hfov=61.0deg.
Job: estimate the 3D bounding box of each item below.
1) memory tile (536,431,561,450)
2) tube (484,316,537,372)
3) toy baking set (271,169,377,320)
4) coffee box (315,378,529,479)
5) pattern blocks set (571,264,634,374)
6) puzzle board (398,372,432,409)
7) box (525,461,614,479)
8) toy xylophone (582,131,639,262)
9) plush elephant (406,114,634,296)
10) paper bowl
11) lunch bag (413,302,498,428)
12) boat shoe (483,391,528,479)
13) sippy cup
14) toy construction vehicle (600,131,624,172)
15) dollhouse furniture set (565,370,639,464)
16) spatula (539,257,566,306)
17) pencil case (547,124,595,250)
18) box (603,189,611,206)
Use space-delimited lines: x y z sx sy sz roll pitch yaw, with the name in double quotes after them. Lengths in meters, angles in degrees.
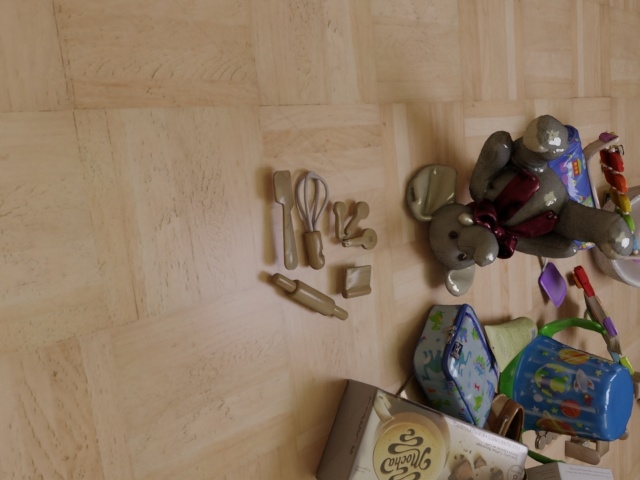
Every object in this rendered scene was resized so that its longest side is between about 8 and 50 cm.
0.598 0.469 1.412 0.148 0.012 0.113 -8 98 -41 "memory tile"
0.397 0.205 1.144 0.240 0.070 0.062 -3 121 -56 "tube"
-0.001 0.007 0.832 0.256 0.030 0.196 28 72 -40 "toy baking set"
0.166 0.357 0.876 0.297 0.119 0.168 25 75 -16 "coffee box"
0.713 0.204 1.374 0.325 0.026 0.285 30 38 -62 "pattern blocks set"
0.189 0.292 1.033 0.128 0.011 0.096 -44 119 -31 "puzzle board"
0.501 0.552 1.149 0.181 0.182 0.119 18 52 -27 "box"
0.707 -0.110 1.341 0.236 0.081 0.322 -58 130 -64 "toy xylophone"
0.304 -0.037 0.967 0.255 0.330 0.272 -40 107 -7 "plush elephant"
0.907 -0.005 1.477 0.284 0.148 0.284 -1 100 -5 "paper bowl"
0.263 0.237 1.033 0.176 0.090 0.219 -55 127 -41 "lunch bag"
0.356 0.474 1.122 0.123 0.120 0.323 1 93 -42 "boat shoe"
0.564 0.340 1.230 0.240 0.224 0.305 -6 97 -42 "sippy cup"
0.822 -0.249 1.550 0.086 0.035 0.098 -35 113 -22 "toy construction vehicle"
0.802 0.479 1.495 0.212 0.161 0.242 -6 97 -42 "dollhouse furniture set"
0.539 0.028 1.313 0.084 0.030 0.296 -45 121 -31 "spatula"
0.560 -0.113 1.261 0.133 0.119 0.306 -44 120 -31 "pencil case"
0.898 -0.107 1.605 0.169 0.059 0.054 10 87 -42 "box"
